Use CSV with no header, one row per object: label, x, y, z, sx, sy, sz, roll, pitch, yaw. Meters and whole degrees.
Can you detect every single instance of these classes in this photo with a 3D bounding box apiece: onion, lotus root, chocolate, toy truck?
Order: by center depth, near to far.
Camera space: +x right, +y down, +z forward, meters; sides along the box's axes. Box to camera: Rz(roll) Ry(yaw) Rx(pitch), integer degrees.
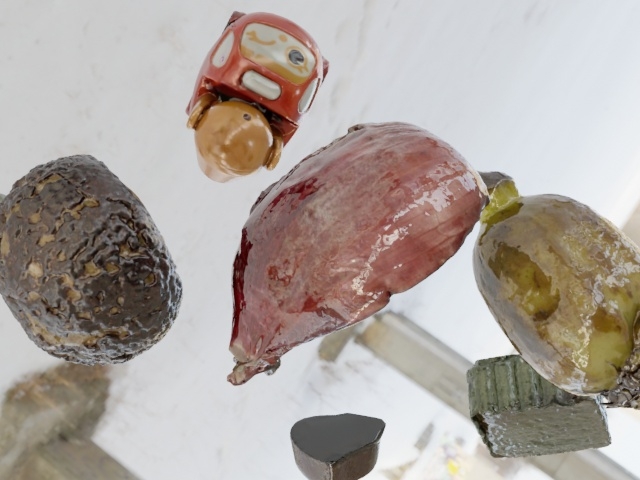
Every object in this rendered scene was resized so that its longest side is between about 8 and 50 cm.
onion,0.000,0.000,0.810,0.283,0.120,0.227,-46,-162,-10
lotus root,0.256,0.049,0.972,0.169,0.314,0.141,-21,154,-29
chocolate,0.030,0.331,1.430,0.125,0.149,0.080,-91,176,-66
toy truck,-0.105,-0.220,1.460,0.264,0.189,0.239,-61,-169,13

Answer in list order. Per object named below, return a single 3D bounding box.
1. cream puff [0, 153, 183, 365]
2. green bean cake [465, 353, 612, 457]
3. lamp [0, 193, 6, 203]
cream puff,-0.261,0.028,1.009,0.165,0.239,0.239,-32,156,-26
green bean cake,0.297,0.223,1.281,0.181,0.173,0.094,54,31,-51
lamp,-0.594,-0.041,1.615,0.121,0.215,0.121,-50,165,-19
